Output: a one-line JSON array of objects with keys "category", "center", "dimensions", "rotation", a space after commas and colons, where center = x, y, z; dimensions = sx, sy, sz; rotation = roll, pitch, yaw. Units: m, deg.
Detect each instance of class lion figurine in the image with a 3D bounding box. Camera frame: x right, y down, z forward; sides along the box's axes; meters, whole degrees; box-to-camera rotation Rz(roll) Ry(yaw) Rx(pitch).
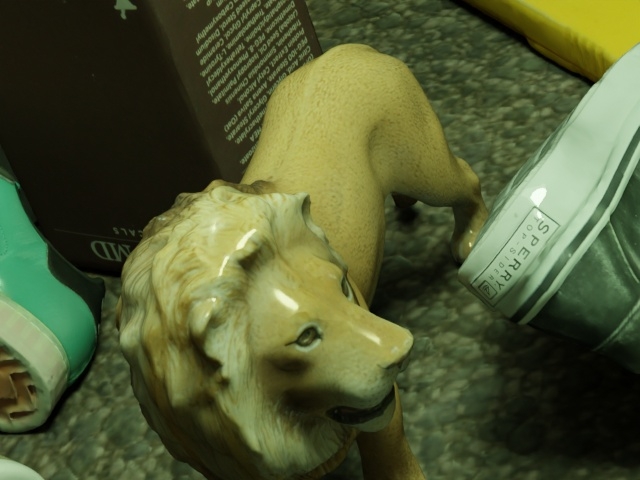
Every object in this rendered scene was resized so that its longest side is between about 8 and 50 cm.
[{"category": "lion figurine", "center": [0.000, 0.000, 0.805], "dimensions": [0.142, 0.240, 0.392], "rotation": [-11, 34, 14]}]

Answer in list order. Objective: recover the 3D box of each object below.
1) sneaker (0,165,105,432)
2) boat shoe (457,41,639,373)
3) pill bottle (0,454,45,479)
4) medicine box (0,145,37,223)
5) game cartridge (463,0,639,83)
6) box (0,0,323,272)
[{"category": "sneaker", "center": [-0.262, -0.016, 0.957], "dimensions": [0.108, 0.302, 0.121], "rotation": [-40, 14, 38]}, {"category": "boat shoe", "center": [0.165, -0.013, 0.855], "dimensions": [0.121, 0.119, 0.335], "rotation": [-51, -3, 30]}, {"category": "pill bottle", "center": [-0.227, 0.144, 0.848], "dimensions": [0.169, 0.094, 0.094], "rotation": [13, 46, 39]}, {"category": "medicine box", "center": [-0.313, -0.111, 1.101], "dimensions": [0.149, 0.264, 0.289], "rotation": [20, 51, 43]}, {"category": "game cartridge", "center": [0.253, -0.229, 1.178], "dimensions": [0.285, 0.053, 0.324], "rotation": [-28, 37, -12]}, {"category": "box", "center": [-0.131, -0.158, 0.970], "dimensions": [0.191, 0.381, 0.143], "rotation": [6, 44, 34]}]
